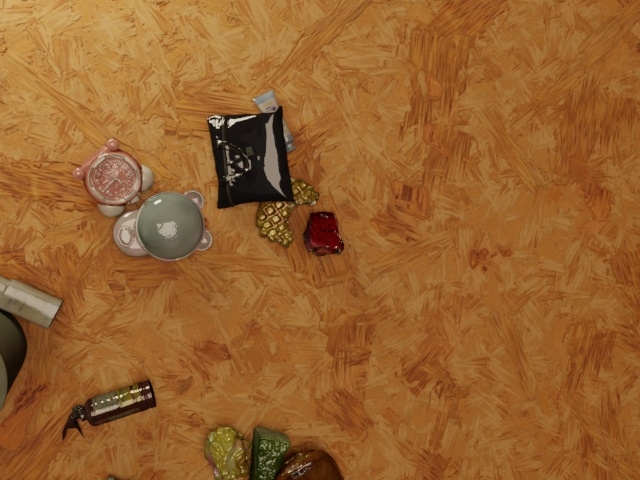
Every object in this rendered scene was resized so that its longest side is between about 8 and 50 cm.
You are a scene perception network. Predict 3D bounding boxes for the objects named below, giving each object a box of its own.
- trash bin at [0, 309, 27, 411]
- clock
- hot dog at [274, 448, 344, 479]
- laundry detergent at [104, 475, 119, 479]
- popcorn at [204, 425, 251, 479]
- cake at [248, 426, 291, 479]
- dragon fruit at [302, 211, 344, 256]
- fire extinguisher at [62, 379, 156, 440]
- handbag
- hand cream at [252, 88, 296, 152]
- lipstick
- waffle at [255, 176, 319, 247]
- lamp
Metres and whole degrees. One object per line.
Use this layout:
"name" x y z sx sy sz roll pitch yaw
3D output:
"trash bin" -0.810 0.281 1.457 0.280 0.432 0.280 -1 93 -15
"clock" -0.523 -0.158 1.684 0.166 0.092 0.162 -43 112 -9
"hot dog" -0.018 0.707 1.849 0.196 0.122 0.272 -32 115 -10
"laundry detergent" -0.498 0.710 1.757 0.137 0.063 0.211 -29 98 -13
"popcorn" -0.249 0.573 1.781 0.126 0.126 0.145 -7 76 -3
"cake" -0.145 0.638 1.820 0.099 0.100 0.235 7 91 -14
"dragon fruit" 0.000 0.000 1.821 0.102 0.096 0.147 10 48 -18
"fire extinguisher" -0.552 0.450 1.717 0.252 0.075 0.106 -17 98 -13
"handbag" -0.187 -0.214 1.751 0.211 0.089 0.254 -7 96 5
"hand cream" -0.117 -0.319 1.795 0.065 0.043 0.171 -28 98 -11
"lipstick" -0.773 0.132 1.639 0.252 0.077 0.079 27 87 -15
"waffle" -0.092 -0.081 1.813 0.149 0.051 0.194 21 88 -13
"lamp" -0.410 -0.032 1.707 0.246 0.108 0.180 -12 92 -13
